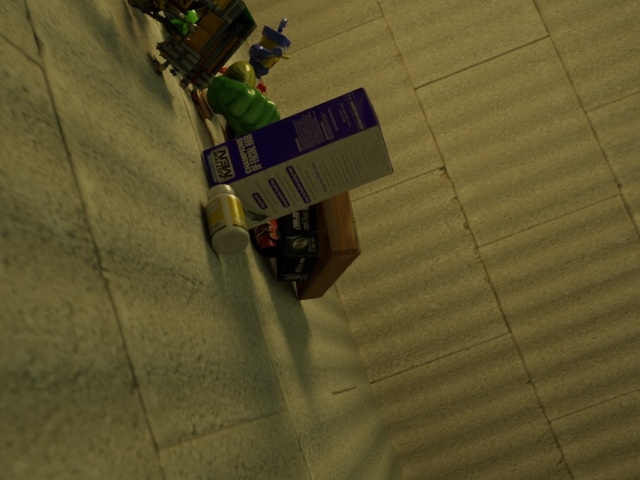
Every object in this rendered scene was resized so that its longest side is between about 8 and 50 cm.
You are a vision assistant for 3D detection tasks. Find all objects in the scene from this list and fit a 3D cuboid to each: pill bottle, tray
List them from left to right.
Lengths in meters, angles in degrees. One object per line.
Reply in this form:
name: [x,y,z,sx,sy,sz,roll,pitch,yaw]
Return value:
pill bottle: [-0.160,-0.038,1.259,0.065,0.065,0.116,64,7,-51]
tray: [0.000,0.000,1.863,0.411,0.076,0.203,127,-45,-67]

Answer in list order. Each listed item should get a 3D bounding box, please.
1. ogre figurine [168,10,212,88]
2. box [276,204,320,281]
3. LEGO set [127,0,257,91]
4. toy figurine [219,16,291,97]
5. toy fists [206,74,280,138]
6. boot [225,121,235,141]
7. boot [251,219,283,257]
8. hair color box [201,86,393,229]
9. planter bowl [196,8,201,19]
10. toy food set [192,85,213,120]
ogre figurine: [-0.270,-0.418,1.582,0.118,0.096,0.197,91,1,-49]
box: [-0.058,-0.014,1.738,0.147,0.077,0.180,114,-26,-62]
LEGO set: [-0.270,-0.403,1.291,0.255,0.192,0.331,40,-2,5]
toy figurine: [-0.168,-0.489,1.895,0.191,0.217,0.362,37,8,1]
toy fists: [-0.143,-0.253,1.664,0.142,0.096,0.279,21,-17,27]
boot: [-0.150,-0.178,1.863,0.220,0.109,0.284,48,31,-58]
boot: [-0.139,-0.081,1.635,0.176,0.088,0.244,-104,176,-47]
hair color box: [-0.040,-0.154,1.479,0.185,0.338,0.110,61,8,-62]
planter bowl: [-0.292,-0.577,1.772,0.217,0.090,0.217,18,90,-89]
toy food set: [-0.255,-0.295,1.609,0.082,0.020,0.083,-89,158,-79]
